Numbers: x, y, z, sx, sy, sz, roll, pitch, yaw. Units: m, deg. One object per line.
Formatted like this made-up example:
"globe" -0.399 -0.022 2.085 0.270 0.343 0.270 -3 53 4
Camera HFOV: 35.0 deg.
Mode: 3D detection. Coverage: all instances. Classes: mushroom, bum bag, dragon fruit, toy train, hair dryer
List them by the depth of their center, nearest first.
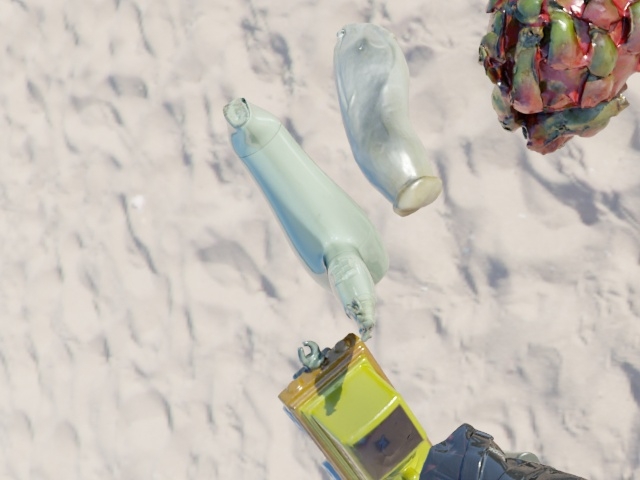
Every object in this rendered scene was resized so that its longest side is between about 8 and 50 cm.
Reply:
"bum bag" 0.123 0.160 0.644 0.124 0.034 0.058 21 80 23
"hair dryer" 0.000 0.000 0.823 0.075 0.206 0.237 -34 30 6
"toy train" 0.046 0.173 0.880 0.089 0.219 0.127 -39 31 -11
"dragon fruit" 0.324 -0.266 1.342 0.237 0.231 0.302 -74 6 -70
"mushroom" 0.084 -0.177 1.422 0.097 0.109 0.351 81 178 -56

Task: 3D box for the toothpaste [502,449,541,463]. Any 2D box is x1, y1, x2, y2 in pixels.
"toothpaste" 0.137 0.237 1.051 0.239 0.062 0.039 -20 92 58
